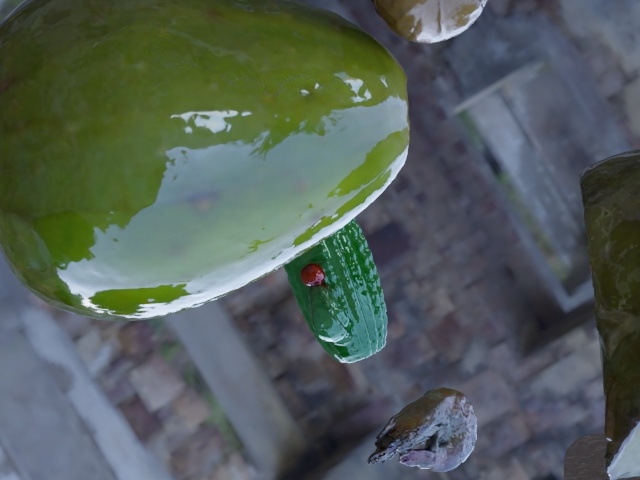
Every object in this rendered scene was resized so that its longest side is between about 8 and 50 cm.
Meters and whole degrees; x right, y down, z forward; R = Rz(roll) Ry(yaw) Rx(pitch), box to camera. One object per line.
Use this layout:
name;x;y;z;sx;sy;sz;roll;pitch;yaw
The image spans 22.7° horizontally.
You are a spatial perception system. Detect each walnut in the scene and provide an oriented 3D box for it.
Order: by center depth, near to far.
walnut;0.081;-0.167;1.135;0.091;0.052;0.121;-11;-166;-1

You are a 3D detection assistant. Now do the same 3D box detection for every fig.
fig;-0.095;-0.078;1.161;0.326;0.258;0.258;-13;-179;4

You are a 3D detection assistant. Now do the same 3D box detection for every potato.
potato;0.266;0.009;1.195;0.269;0.255;0.112;-26;137;-8

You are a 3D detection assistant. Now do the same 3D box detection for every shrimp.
shrimp;0.126;0.235;1.904;0.190;0.101;0.042;-15;-178;-43

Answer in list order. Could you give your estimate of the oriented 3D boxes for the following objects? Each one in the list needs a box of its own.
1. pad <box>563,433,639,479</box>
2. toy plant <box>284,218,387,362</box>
pad;0.359;0.253;1.472;0.266;0.176;0.002;-5;147;14
toy plant;0.006;0.008;1.628;0.088;0.240;0.154;-20;161;18
